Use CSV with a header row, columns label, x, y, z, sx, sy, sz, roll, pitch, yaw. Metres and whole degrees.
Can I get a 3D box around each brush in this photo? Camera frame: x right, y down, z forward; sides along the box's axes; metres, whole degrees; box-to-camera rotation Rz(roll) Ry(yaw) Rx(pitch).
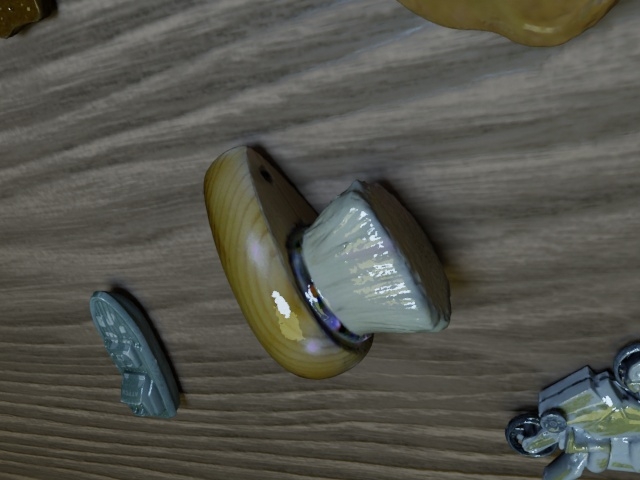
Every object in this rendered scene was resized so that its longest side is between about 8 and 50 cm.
label,x,y,z,sx,sy,sz,roll,pitch,yaw
brush,0.000,0.000,0.568,0.166,0.174,0.267,-34,92,23

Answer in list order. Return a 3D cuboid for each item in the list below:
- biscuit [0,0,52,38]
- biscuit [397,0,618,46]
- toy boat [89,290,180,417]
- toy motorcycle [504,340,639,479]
label,x,y,z,sx,sy,sz,roll,pitch,yaw
biscuit,-0.348,-0.297,0.561,0.215,0.034,0.182,12,129,11
biscuit,0.120,-0.291,0.314,0.312,0.057,0.351,42,143,-6
toy boat,-0.288,0.181,0.852,0.078,0.085,0.261,1,124,22
toy motorcycle,0.330,0.212,0.638,0.151,0.074,0.229,39,120,-2
